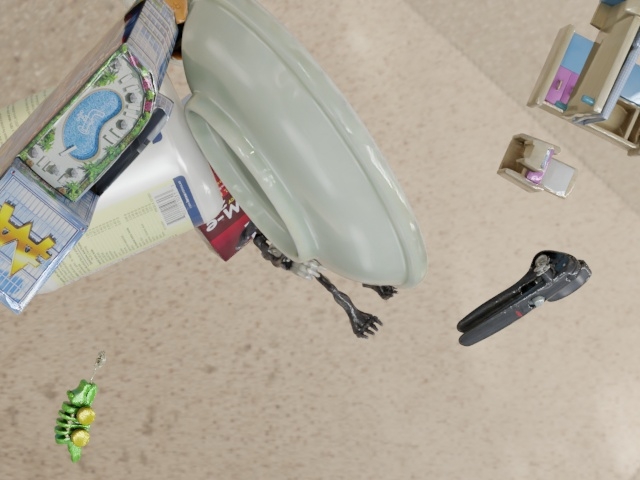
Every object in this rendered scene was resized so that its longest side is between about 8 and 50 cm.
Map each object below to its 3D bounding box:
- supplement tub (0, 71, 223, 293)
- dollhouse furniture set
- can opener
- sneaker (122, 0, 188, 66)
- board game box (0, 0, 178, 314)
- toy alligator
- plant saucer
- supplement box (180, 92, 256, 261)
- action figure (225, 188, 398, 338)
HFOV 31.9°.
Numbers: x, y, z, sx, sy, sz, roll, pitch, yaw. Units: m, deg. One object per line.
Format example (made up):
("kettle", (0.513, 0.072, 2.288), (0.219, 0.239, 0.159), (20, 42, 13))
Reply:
("supplement tub", (-0.311, -0.075, 1.405), (0.325, 0.235, 0.235), (-24, 97, -5))
("dollhouse furniture set", (0.442, -0.189, 1.637), (0.198, 0.303, 0.286), (24, 87, -8))
("can opener", (0.245, 0.076, 1.379), (0.073, 0.186, 0.059), (48, 19, -21))
("sneaker", (-0.184, -0.271, 1.528), (0.106, 0.290, 0.123), (-37, 76, 6))
("board game box", (-0.157, -0.048, 0.691), (0.060, 0.194, 0.194), (41, 18, -20))
("toy alligator", (-0.387, 0.261, 1.773), (0.051, 0.056, 0.189), (10, 99, -31))
("plant saucer", (-0.047, -0.088, 1.204), (0.100, 0.400, 0.400), (-37, 104, -11))
("supplement box", (-0.176, -0.097, 1.759), (0.130, 0.073, 0.239), (-41, 124, -9))
("action figure", (0.000, 0.000, 1.537), (0.276, 0.141, 0.164), (44, 66, -17))
